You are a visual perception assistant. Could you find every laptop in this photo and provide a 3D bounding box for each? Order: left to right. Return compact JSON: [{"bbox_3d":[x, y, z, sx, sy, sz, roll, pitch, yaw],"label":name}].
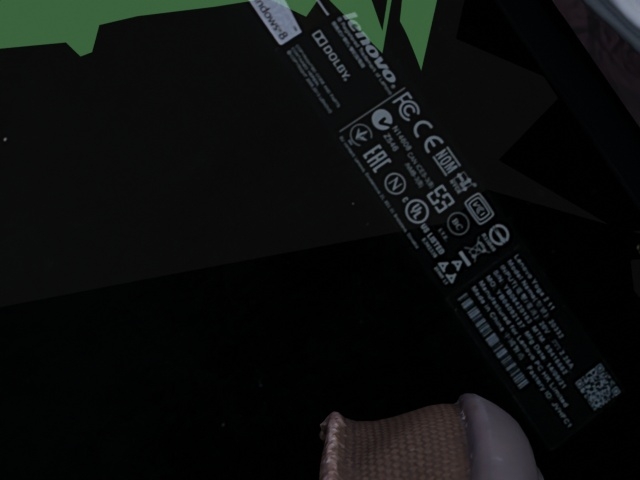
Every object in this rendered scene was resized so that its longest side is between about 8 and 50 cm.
[{"bbox_3d":[0.000,0.000,0.579,0.408,0.236,0.382,-35,90,-19],"label":"laptop"}]

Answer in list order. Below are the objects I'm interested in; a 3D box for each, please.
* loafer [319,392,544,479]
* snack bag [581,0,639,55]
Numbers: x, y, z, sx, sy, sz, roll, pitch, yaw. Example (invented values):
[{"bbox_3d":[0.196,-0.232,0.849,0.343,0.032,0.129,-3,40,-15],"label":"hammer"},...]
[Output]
[{"bbox_3d":[-0.048,0.183,0.328,0.130,0.134,0.366,19,62,11],"label":"loafer"},{"bbox_3d":[0.185,-0.163,0.840,0.342,0.037,0.323,34,31,-33],"label":"snack bag"}]
